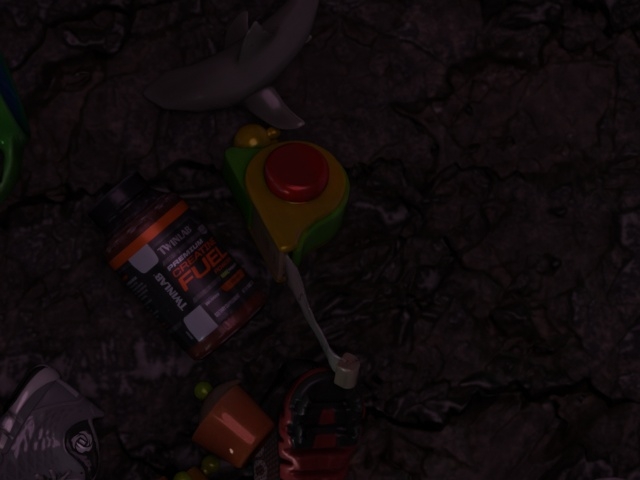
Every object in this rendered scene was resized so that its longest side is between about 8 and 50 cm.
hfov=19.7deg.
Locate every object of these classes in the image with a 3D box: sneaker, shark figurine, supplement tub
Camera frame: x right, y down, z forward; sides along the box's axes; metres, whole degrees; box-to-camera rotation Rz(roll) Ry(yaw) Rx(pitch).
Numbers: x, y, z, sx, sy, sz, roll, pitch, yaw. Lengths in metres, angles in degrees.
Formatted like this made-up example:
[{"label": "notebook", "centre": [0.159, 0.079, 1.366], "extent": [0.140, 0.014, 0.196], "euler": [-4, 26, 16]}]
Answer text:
[{"label": "sneaker", "centre": [-0.300, 0.252, 1.897], "extent": [0.132, 0.086, 0.229], "euler": [35, 79, -9]}, {"label": "shark figurine", "centre": [-0.055, -0.236, 1.951], "extent": [0.166, 0.116, 0.278], "euler": [32, 85, 17]}, {"label": "supplement tub", "centre": [-0.155, 0.023, 1.932], "extent": [0.106, 0.106, 0.198], "euler": [-42, 94, -11]}, {"label": "sneaker", "centre": [-0.025, 0.247, 1.945], "extent": [0.097, 0.135, 0.276], "euler": [2, 108, -23]}]

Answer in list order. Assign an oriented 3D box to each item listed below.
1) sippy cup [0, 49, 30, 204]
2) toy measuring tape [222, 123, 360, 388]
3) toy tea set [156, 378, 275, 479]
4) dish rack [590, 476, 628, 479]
[{"label": "sippy cup", "centre": [-0.438, -0.163, 1.846], "extent": [0.224, 0.240, 0.305], "euler": [-23, 49, -2]}, {"label": "toy measuring tape", "centre": [0.000, 0.000, 1.924], "extent": [0.121, 0.121, 0.330], "euler": [-22, 60, -12]}, {"label": "toy tea set", "centre": [-0.191, 0.272, 1.866], "extent": [0.124, 0.200, 0.336], "euler": [38, 66, 9]}, {"label": "dish rack", "centre": [0.217, 0.419, 1.988], "extent": [0.333, 0.072, 0.285], "euler": [-11, 88, -12]}]
